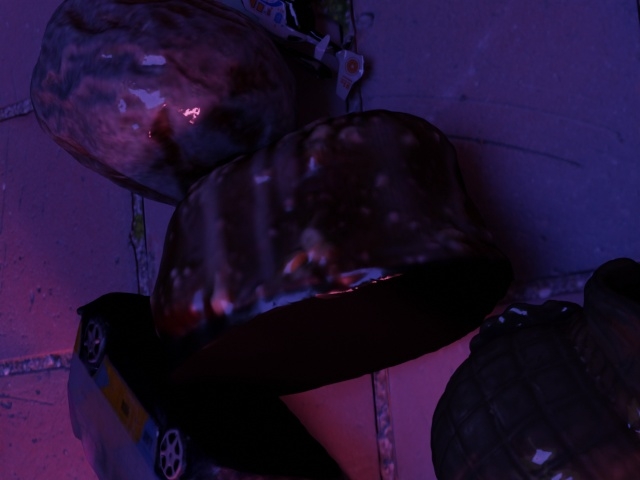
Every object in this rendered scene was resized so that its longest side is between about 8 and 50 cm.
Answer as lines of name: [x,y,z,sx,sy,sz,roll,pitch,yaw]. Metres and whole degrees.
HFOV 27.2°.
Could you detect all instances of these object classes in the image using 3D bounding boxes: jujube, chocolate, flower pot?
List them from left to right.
jujube: [-0.158,-0.154,1.376,0.308,0.246,0.215,25,82,34]
chocolate: [0.000,0.000,1.241,0.340,0.225,0.210,-20,65,16]
flower pot: [0.231,0.171,1.023,0.213,0.302,0.302,-39,63,14]

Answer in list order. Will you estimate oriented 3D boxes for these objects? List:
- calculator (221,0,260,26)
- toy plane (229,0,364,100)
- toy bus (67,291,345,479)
calculator: [-0.071,-0.277,1.458,0.095,0.021,0.153,13,95,40]
toy plane: [-0.026,-0.227,1.389,0.197,0.053,0.078,37,114,23]
toy bus: [-0.144,0.204,1.348,0.386,0.171,0.162,42,117,52]
